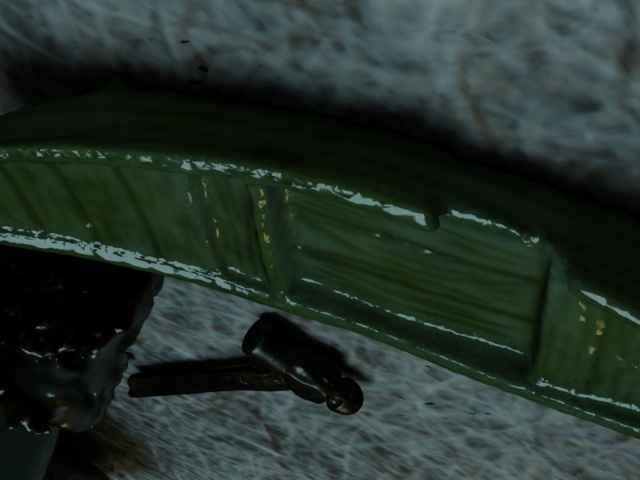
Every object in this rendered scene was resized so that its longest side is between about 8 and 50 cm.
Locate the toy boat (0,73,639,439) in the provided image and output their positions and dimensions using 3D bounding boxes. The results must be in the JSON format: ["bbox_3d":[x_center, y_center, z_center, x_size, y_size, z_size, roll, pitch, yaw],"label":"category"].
[{"bbox_3d":[0.000,0.000,0.363,0.293,0.055,0.093,15,152,14],"label":"toy boat"}]

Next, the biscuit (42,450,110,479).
[{"bbox_3d":[-0.220,0.190,0.724,0.179,0.084,0.281,4,-178,13],"label":"biscuit"}]

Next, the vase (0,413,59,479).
[{"bbox_3d":[-0.282,0.049,0.503,0.245,0.245,0.291,-8,145,45],"label":"vase"}]

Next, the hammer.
[{"bbox_3d":[-0.054,0.067,0.561,0.065,0.021,0.178,40,151,-27],"label":"hammer"}]

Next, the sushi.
[{"bbox_3d":[-0.110,0.025,0.444,0.084,0.094,0.098,28,168,-5],"label":"sushi"}]
